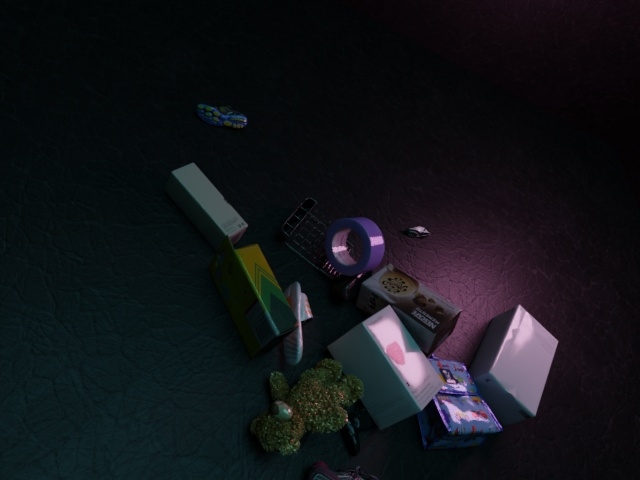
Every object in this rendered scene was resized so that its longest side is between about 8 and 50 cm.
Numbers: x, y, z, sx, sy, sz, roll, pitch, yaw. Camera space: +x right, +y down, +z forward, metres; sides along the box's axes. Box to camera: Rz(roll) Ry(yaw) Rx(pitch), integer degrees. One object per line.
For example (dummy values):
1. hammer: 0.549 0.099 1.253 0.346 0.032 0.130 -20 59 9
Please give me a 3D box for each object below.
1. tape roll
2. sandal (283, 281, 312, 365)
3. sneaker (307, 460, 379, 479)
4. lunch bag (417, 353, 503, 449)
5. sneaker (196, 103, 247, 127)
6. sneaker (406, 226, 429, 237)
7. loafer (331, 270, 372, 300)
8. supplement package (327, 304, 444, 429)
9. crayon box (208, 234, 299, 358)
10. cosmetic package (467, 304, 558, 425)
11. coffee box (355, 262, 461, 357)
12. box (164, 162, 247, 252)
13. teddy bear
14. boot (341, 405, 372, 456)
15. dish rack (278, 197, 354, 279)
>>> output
1. tape roll: 0.110 0.017 1.578 0.080 0.189 0.188 -9 64 -50
2. sandal: -0.068 0.256 1.459 0.076 0.102 0.265 21 49 -33
3. sneaker: 0.109 0.662 1.277 0.299 0.121 0.111 18 51 -19
4. lunch bag: 0.415 0.511 1.575 0.221 0.138 0.293 9 44 -25
5. sneaker: -0.368 -0.467 1.789 0.188 0.067 0.078 7 36 -25
6. sneaker: 0.393 -0.038 1.969 0.109 0.040 0.043 10 39 -29
7. loafer: 0.111 0.133 1.653 0.079 0.080 0.220 11 21 31
8. supplement package: 0.196 0.379 1.458 0.178 0.175 0.292 -20 71 -52
9. crayon box: -0.200 0.153 1.375 0.081 0.202 0.318 -17 71 -38
10. cosmetic package: 0.695 0.444 1.748 0.217 0.156 0.385 45 50 3
11. coffee box: 0.289 0.226 1.599 0.297 0.118 0.168 35 44 29
12. box: -0.361 -0.103 1.512 0.275 0.113 0.094 50 48 5
13. teddy bear: -0.032 0.431 1.308 0.338 0.113 0.245 -11 43 -27
14. boot: 0.111 0.554 1.403 0.099 0.045 0.121 -4 64 -39
15. dish rack: 0.000 0.000 1.682 0.272 0.074 0.208 39 49 -3
